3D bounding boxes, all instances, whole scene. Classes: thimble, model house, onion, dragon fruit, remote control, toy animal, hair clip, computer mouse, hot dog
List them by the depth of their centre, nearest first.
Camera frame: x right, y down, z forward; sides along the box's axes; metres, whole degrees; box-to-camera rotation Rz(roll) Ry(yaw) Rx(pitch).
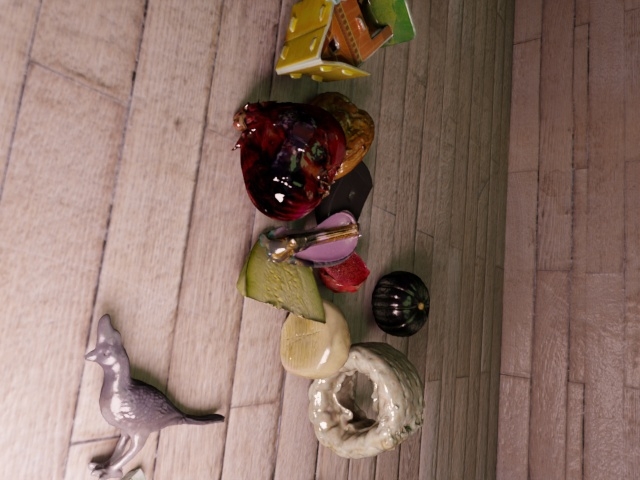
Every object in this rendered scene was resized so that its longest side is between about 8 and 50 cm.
[{"bbox_3d":[-0.317,0.318,0.824,0.206,0.081,0.367,-59,137,-32],"label":"toy animal"},{"bbox_3d":[-0.069,-0.174,1.060,0.280,0.221,0.281,2,85,-21],"label":"onion"},{"bbox_3d":[-0.012,-0.535,1.104,0.324,0.300,0.340,-50,127,-30],"label":"model house"},{"bbox_3d":[0.000,0.002,1.152,0.110,0.096,0.358,50,30,20],"label":"hair clip"},{"bbox_3d":[-0.078,-0.094,1.198,0.049,0.027,0.184,-22,102,-48],"label":"remote control"},{"bbox_3d":[0.124,0.414,1.232,0.195,0.291,0.292,5,85,-54],"label":"thimble"},{"bbox_3d":[0.045,-0.295,1.268,0.196,0.122,0.272,34,59,-4],"label":"hot dog"},{"bbox_3d":[0.045,0.103,1.306,0.153,0.153,0.111,-32,155,-48],"label":"dragon fruit"},{"bbox_3d":[0.053,-0.112,1.316,0.137,0.086,0.270,46,58,-37],"label":"computer mouse"}]

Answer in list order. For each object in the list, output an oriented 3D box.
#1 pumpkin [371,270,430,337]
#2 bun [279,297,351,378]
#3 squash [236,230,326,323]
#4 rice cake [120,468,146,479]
[{"bbox_3d":[0.262,0.207,1.531,0.220,0.161,0.221,3,86,-48],"label":"pumpkin"},{"bbox_3d":[-0.007,0.242,1.163,0.127,0.178,0.193,27,53,-49],"label":"bun"},{"bbox_3d":[-0.088,0.068,1.079,0.236,0.204,0.155,30,85,-38],"label":"squash"},{"bbox_3d":[-0.370,0.453,0.794,0.170,0.029,0.033,-32,111,-48],"label":"rice cake"}]
